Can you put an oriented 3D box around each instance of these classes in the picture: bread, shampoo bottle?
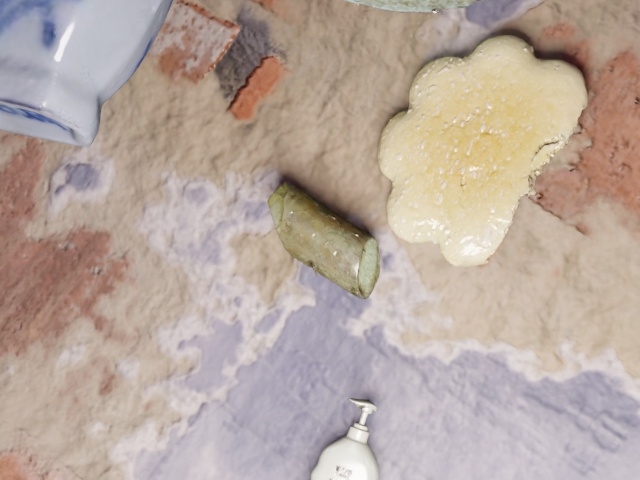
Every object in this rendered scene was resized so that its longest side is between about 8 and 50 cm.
[{"bbox_3d":[0.157,-0.105,1.166,0.182,0.039,0.251,32,88,15],"label":"bread"},{"bbox_3d":[0.028,0.236,1.126,0.077,0.045,0.152,19,83,15],"label":"shampoo bottle"}]

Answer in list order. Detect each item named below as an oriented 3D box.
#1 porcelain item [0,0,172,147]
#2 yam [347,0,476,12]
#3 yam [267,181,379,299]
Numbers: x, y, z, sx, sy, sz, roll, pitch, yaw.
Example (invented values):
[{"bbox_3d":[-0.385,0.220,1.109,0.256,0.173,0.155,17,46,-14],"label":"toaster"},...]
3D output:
[{"bbox_3d":[-0.273,-0.318,1.222,0.242,0.178,0.405,13,77,15],"label":"porcelain item"},{"bbox_3d":[0.125,-0.422,1.147,0.241,0.241,0.348,16,81,14],"label":"yam"},{"bbox_3d":[0.000,0.000,1.164,0.146,0.070,0.070,32,88,14],"label":"yam"}]
